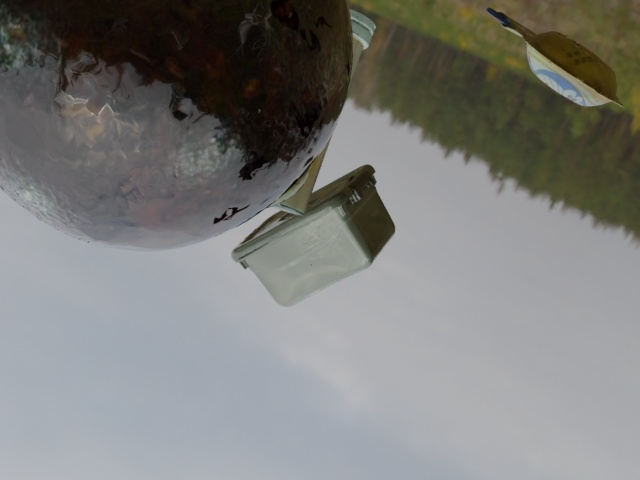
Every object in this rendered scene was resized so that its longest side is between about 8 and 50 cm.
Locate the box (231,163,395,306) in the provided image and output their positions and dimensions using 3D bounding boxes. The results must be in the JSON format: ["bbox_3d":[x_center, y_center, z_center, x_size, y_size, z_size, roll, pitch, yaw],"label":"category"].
[{"bbox_3d":[0.000,0.000,1.275,0.093,0.172,0.124,57,-148,-8],"label":"box"}]

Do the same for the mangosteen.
[{"bbox_3d":[-0.110,-0.118,0.752,0.288,0.288,0.288,24,-171,-4],"label":"mangosteen"}]

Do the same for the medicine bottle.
[{"bbox_3d":[-0.011,-0.138,1.190,0.074,0.218,0.074,19,176,1],"label":"medicine bottle"}]

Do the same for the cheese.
[{"bbox_3d":[0.354,-0.277,1.700,0.177,0.069,0.270,12,-151,-46],"label":"cheese"}]
